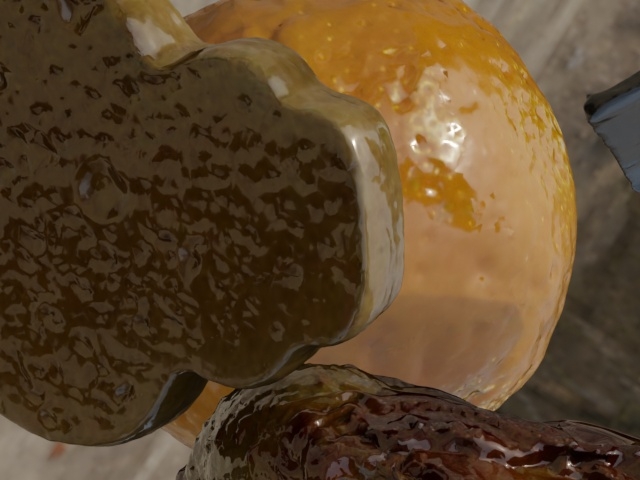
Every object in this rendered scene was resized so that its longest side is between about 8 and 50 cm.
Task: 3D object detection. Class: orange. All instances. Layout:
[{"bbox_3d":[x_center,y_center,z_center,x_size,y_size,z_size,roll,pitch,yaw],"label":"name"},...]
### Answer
[{"bbox_3d":[0.000,0.000,1.069,0.340,0.293,0.340,-18,163,-6],"label":"orange"}]

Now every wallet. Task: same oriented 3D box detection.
[{"bbox_3d":[0.279,-0.104,1.265,0.146,0.030,0.285,-33,164,10],"label":"wallet"}]

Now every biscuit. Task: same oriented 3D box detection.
[{"bbox_3d":[-0.114,-0.003,0.661,0.320,0.183,0.047,-25,178,29],"label":"biscuit"}]

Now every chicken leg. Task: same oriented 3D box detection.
[{"bbox_3d":[0.039,0.119,0.662,0.083,0.322,0.177,-59,147,-37],"label":"chicken leg"}]
